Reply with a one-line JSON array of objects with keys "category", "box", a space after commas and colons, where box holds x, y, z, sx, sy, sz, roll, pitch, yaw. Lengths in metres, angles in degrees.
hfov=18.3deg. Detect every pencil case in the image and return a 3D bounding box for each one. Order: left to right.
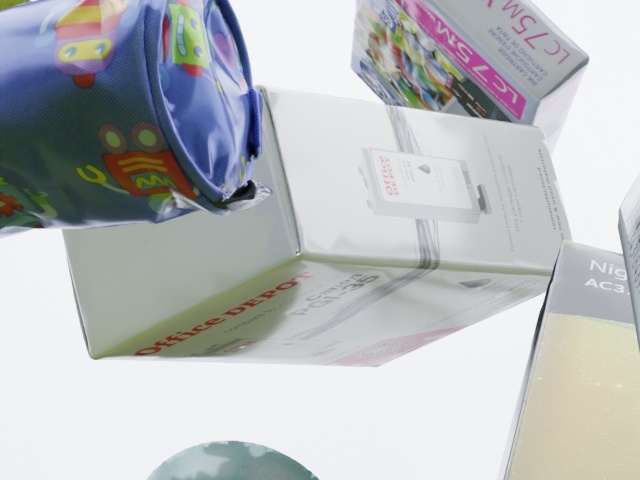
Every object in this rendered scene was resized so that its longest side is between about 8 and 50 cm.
[{"category": "pencil case", "box": [-0.169, -0.049, 1.008, 0.306, 0.119, 0.133, -11, -29, 26]}]

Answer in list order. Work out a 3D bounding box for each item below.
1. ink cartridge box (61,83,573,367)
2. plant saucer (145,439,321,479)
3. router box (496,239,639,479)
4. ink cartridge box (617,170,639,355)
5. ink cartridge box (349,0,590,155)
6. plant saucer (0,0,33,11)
[{"category": "ink cartridge box", "box": [0.000, 0.000, 1.310, 0.207, 0.117, 0.283, -27, -21, 39]}, {"category": "plant saucer", "box": [-0.066, 0.247, 1.481, 0.195, 0.037, 0.195, 3, -80, 18]}, {"category": "router box", "box": [0.219, 0.122, 0.750, 0.309, 0.243, 0.081, 14, -60, 6]}, {"category": "ink cartridge box", "box": [0.200, 0.067, 0.570, 0.224, 0.223, 0.045, 23, -65, -8]}, {"category": "ink cartridge box", "box": [0.106, -0.130, 1.548, 0.186, 0.065, 0.311, 46, -11, 12]}, {"category": "plant saucer", "box": [-0.224, -0.113, 1.468, 0.188, 0.045, 0.188, 25, -26, -30]}]
